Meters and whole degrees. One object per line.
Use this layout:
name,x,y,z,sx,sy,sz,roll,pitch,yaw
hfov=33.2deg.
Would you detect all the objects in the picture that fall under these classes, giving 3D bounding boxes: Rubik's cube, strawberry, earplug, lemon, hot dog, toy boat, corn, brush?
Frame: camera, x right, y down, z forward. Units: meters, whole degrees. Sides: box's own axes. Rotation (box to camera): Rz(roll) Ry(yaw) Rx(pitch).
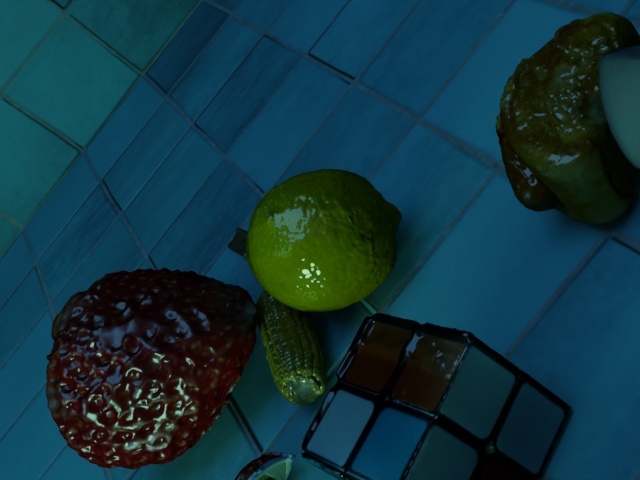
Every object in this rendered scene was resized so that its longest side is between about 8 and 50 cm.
Rubik's cube,0.115,0.196,1.105,0.183,0.167,0.180,4,63,57
strawberry,-0.255,0.164,1.542,0.292,0.291,0.310,-91,21,-47
earplug,0.424,-0.207,1.118,0.325,0.175,0.214,-49,29,-12
lemon,0.000,0.000,1.450,0.231,0.192,0.192,-16,42,17
hot dog,0.289,-0.138,1.249,0.153,0.150,0.257,-7,52,39
toy boat,-0.085,0.339,1.339,0.058,0.069,0.173,22,77,39
corn,-0.042,0.138,1.479,0.080,0.080,0.238,-44,32,16
brush,-0.098,0.019,1.735,0.043,0.036,0.248,-52,22,-8
